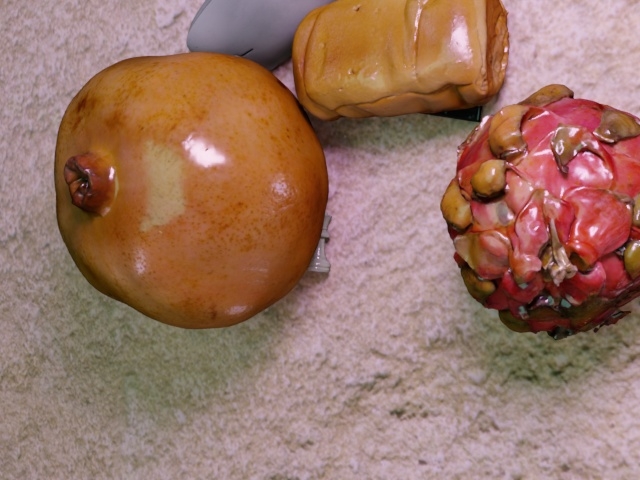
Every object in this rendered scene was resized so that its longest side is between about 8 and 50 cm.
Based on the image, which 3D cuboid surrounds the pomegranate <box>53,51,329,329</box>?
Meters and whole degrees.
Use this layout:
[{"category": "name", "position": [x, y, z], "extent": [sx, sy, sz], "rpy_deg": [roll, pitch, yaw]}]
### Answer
[{"category": "pomegranate", "position": [-0.199, -0.076, 1.604], "extent": [0.416, 0.416, 0.417], "rpy_deg": [2, 94, 38]}]

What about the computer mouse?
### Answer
[{"category": "computer mouse", "position": [-0.070, -0.331, 1.621], "extent": [0.288, 0.159, 0.097], "rpy_deg": [-44, 41, 32]}]

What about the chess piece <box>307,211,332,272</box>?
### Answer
[{"category": "chess piece", "position": [0.000, 0.000, 1.668], "extent": [0.042, 0.042, 0.093], "rpy_deg": [10, 92, 37]}]

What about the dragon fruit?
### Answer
[{"category": "dragon fruit", "position": [0.263, -0.045, 1.320], "extent": [0.296, 0.263, 0.314], "rpy_deg": [51, 120, 25]}]

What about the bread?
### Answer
[{"category": "bread", "position": [0.104, -0.245, 1.504], "extent": [0.294, 0.132, 0.167], "rpy_deg": [-2, 75, 38]}]

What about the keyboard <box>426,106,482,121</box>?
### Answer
[{"category": "keyboard", "position": [0.141, -0.208, 1.564], "extent": [0.198, 0.010, 0.064], "rpy_deg": [15, 102, 36]}]
